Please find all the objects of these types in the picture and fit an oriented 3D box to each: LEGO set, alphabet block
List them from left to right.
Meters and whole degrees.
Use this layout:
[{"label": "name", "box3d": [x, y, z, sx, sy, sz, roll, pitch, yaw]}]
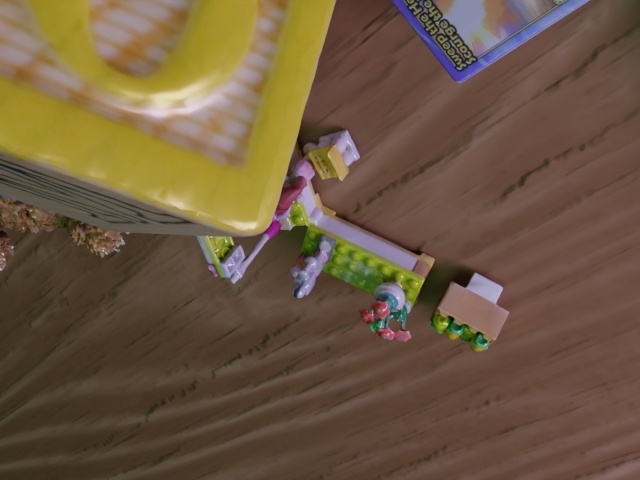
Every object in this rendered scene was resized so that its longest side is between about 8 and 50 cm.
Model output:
[{"label": "alphabet block", "box3d": [-0.126, -0.116, 0.516, 0.193, 0.192, 0.197, 18, 173, -30]}, {"label": "LEGO set", "box3d": [0.000, 0.000, 0.674, 0.132, 0.107, 0.287, -25, 111, 40]}]

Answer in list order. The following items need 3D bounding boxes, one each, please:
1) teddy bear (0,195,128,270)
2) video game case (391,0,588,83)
[{"label": "teddy bear", "box3d": [-0.294, -0.083, 0.770, 0.338, 0.113, 0.245, 24, 131, 10]}, {"label": "video game case", "box3d": [0.082, -0.245, 0.465, 0.244, 0.061, 0.269, -30, 107, 40]}]
